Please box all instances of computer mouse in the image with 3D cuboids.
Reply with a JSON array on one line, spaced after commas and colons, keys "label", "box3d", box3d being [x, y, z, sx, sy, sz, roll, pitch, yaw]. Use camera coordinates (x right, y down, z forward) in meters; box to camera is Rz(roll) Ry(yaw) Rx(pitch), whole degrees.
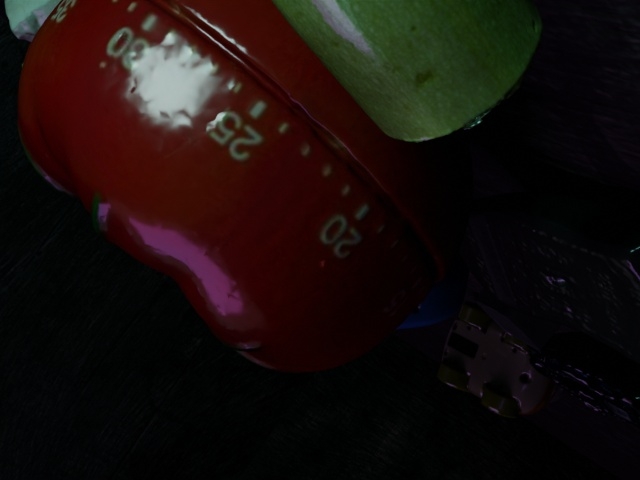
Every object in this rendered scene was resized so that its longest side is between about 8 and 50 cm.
[{"label": "computer mouse", "box3d": [0.227, 0.016, 0.769, 0.264, 0.088, 0.147, 31, 155, 49]}, {"label": "computer mouse", "box3d": [0.382, 0.180, 1.198, 0.241, 0.077, 0.146, 29, 171, 33]}]

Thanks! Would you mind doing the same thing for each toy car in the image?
[{"label": "toy car", "box3d": [0.342, 0.213, 1.556, 0.235, 0.145, 0.235, 19, -175, -2]}]

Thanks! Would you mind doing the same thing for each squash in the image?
[{"label": "squash", "box3d": [0.026, -0.154, 0.488, 0.187, 0.123, 0.123, 46, 170, -31]}]

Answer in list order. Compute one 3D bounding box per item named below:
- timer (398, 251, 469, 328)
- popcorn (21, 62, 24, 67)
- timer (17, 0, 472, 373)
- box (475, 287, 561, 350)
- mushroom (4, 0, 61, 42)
[{"label": "timer", "box3d": [0.000, 0.000, 1.110, 0.309, 0.115, 0.340, -3, -157, -23]}, {"label": "popcorn", "box3d": [-0.323, -0.232, 1.397, 0.195, 0.254, 0.256, -84, -18, -54]}, {"label": "timer", "box3d": [-0.055, -0.077, 0.754, 0.378, 0.279, 0.378, 39, 175, 4]}, {"label": "box", "box3d": [0.263, 0.086, 1.183, 0.122, 0.069, 0.084, 41, 171, -38]}, {"label": "mushroom", "box3d": [-0.216, -0.239, 1.074, 0.137, 0.154, 0.407, -19, 145, 25]}]
